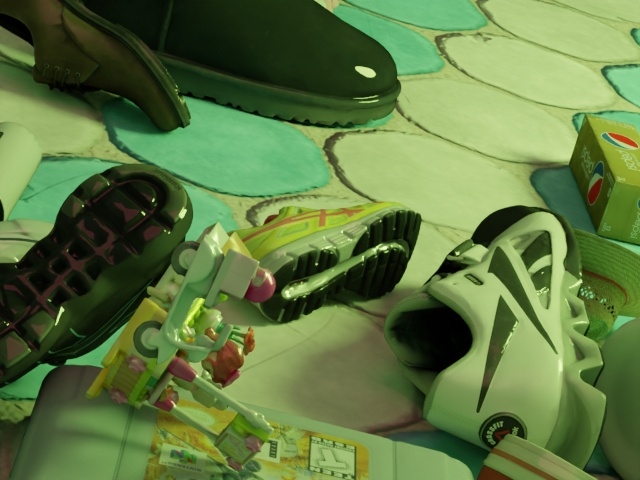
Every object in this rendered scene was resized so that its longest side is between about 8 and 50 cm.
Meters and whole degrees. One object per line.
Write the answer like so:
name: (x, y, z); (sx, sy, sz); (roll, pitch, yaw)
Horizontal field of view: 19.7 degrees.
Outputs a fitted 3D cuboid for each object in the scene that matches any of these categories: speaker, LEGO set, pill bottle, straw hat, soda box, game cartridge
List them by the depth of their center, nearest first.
game cartridge: (-0.043, 0.170, 1.140); (0.297, 0.062, 0.198); (14, 19, -5)
LEGO set: (-0.065, 0.070, 1.159); (0.107, 0.132, 0.287); (34, 0, -1)
pill bottle: (0.328, 0.117, 1.394); (0.229, 0.131, 0.131); (-1, 29, -34)
speaker: (-0.263, -0.048, 1.476); (0.055, 0.055, 0.136); (16, 24, -1)
straw hat: (0.220, 0.051, 1.553); (0.144, 0.144, 0.061); (21, 66, 11)
soda box: (0.299, -0.063, 1.862); (0.058, 0.061, 0.181); (13, 24, -7)

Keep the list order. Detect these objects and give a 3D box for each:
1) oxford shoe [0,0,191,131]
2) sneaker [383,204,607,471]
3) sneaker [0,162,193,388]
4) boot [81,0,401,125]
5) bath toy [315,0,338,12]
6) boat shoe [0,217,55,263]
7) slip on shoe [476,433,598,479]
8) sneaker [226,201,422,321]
oxford shoe: (-0.220, -0.166, 1.751); (0.227, 0.096, 0.083); (38, -16, 14)
sneaker: (0.121, 0.051, 1.420); (0.146, 0.122, 0.330); (15, 23, -8)
sneaker: (-0.191, 0.055, 1.229); (0.267, 0.106, 0.101); (-32, 61, -28)
boot: (-0.041, -0.354, 1.803); (0.367, 0.445, 0.146); (9, 25, -17)
bath toy: (-0.048, -0.311, 2.108); (0.151, 0.129, 0.348); (-15, 18, 14)
boat shoe: (-0.253, 0.034, 1.296); (0.226, 0.083, 0.076); (4, 54, -26)
slip on shoe: (0.220, 0.240, 1.079); (0.331, 0.101, 0.123); (33, -6, -3)
sneaker: (0.000, 0.000, 1.507); (0.094, 0.081, 0.208); (30, 28, 34)
